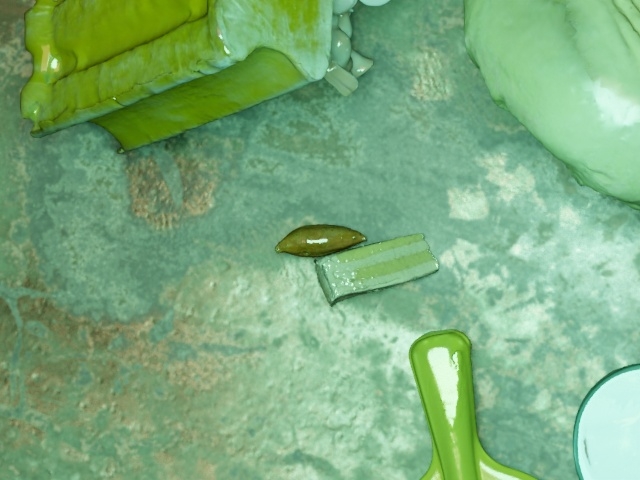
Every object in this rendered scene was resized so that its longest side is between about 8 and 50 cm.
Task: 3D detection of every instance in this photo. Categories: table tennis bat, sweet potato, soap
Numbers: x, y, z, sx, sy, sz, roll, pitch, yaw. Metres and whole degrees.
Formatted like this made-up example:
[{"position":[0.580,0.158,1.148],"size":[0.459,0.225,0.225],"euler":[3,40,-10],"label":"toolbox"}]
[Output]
[{"position":[0.146,0.269,1.491],"size":[0.224,0.054,0.369],"euler":[-9,86,9],"label":"table tennis bat"},{"position":[0.000,0.000,1.561],"size":[0.095,0.034,0.034],"euler":[-5,83,0],"label":"sweet potato"},{"position":[-0.145,-0.261,1.476],"size":[0.335,0.156,0.293],"euler":[-16,68,48],"label":"soap"},{"position":[0.310,0.236,1.470],"size":[0.149,0.038,0.237],"euler":[10,83,12],"label":"table tennis bat"}]

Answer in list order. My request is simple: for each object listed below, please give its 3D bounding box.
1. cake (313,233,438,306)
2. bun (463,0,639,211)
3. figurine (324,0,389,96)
[{"position":[0.055,0.027,1.549],"size":[0.121,0.065,0.052],"euler":[-15,80,-14],"label":"cake"},{"position":[0.293,-0.167,1.423],"size":[0.361,0.213,0.361],"euler":[12,52,-15],"label":"bun"},{"position":[0.045,-0.271,1.510],"size":[0.141,0.162,0.237],"euler":[26,104,-28],"label":"figurine"}]
